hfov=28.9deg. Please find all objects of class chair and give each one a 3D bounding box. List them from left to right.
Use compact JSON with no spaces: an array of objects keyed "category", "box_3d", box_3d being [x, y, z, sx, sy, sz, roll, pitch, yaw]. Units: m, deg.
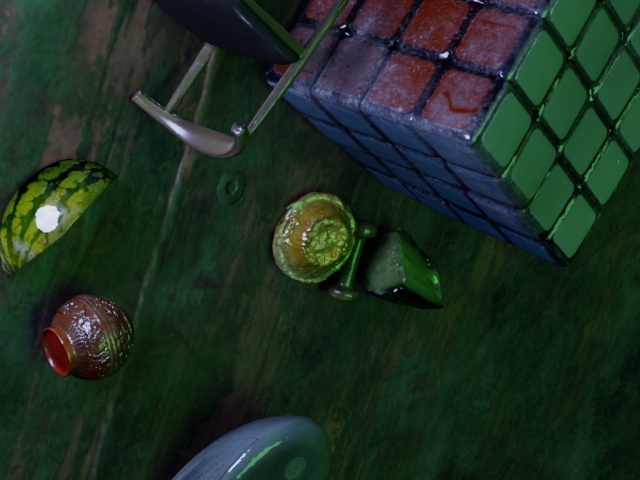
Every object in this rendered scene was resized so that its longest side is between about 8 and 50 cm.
[{"category":"chair","box_3d":[-0.102,-0.244,1.340,0.166,0.188,0.272,38,77,-48]}]

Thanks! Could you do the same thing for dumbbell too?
[{"category":"dumbbell","box_3d":[0.042,0.027,1.726,0.046,0.052,0.118,12,101,-17]}]

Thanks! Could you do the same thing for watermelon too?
[{"category":"watermelon","box_3d":[-0.292,-0.041,1.343,0.069,0.087,0.163,46,67,-9]}]

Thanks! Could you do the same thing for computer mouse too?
[{"category":"computer mouse","box_3d":[-0.139,0.373,1.653,0.371,0.122,0.188,-52,136,-5]}]

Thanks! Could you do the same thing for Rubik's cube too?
[{"category":"Rubik's cube","box_3d":[0.206,-0.221,1.553,0.344,0.344,0.337,-58,138,-6]}]

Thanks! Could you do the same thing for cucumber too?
[{"category":"cucumber","box_3d":[0.115,0.052,1.793,0.086,0.115,0.193,-30,156,22]}]

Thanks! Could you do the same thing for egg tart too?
[{"category":"egg tart","box_3d":[0.000,0.000,1.651,0.129,0.049,0.129,-9,109,-28]}]

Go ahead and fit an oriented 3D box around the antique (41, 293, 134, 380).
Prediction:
[{"category":"antique","box_3d":[-0.259,0.109,1.407,0.104,0.104,0.104,-23,125,-38]}]
